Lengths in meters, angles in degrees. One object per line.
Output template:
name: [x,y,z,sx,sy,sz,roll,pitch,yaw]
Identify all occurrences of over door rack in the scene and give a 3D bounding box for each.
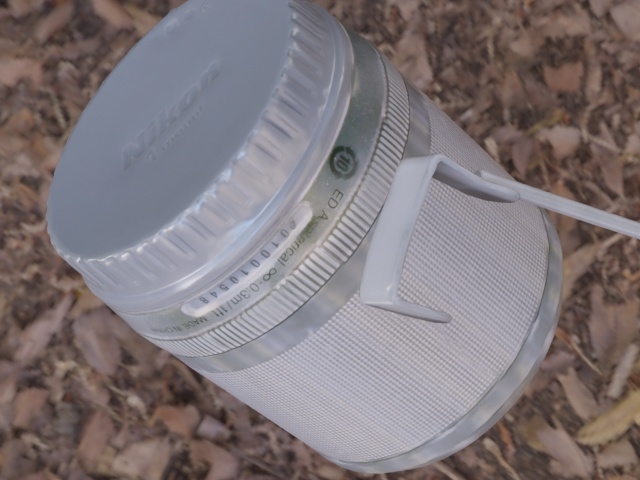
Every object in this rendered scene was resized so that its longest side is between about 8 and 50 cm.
over door rack: [0.213,-0.022,0.443,0.239,0.324,0.108,-6,82,58]

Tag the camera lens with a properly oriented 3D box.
camera lens: [0.000,0.000,0.837,0.219,0.274,0.219,-30,40,28]
